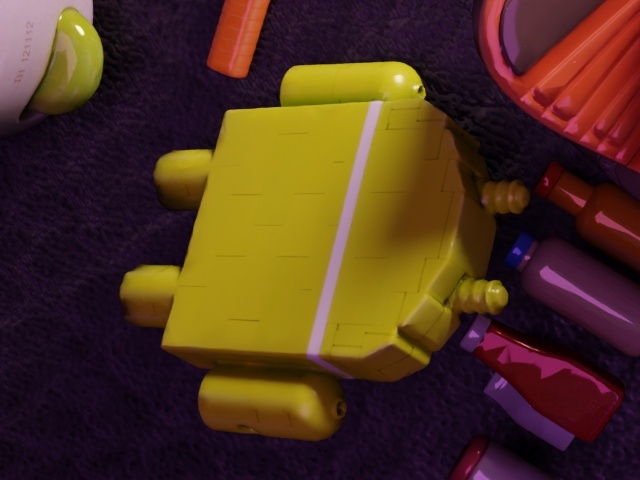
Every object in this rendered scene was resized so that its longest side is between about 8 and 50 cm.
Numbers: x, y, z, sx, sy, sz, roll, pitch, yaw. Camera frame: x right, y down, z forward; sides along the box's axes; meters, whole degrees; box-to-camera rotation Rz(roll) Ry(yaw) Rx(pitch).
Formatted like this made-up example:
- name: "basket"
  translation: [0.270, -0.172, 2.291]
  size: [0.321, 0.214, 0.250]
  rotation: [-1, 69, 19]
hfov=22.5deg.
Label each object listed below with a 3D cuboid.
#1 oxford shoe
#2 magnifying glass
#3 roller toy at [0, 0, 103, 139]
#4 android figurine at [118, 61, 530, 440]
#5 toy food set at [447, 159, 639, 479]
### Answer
- name: "oxford shoe"
  translation: [0.243, -0.048, 0.919]
  size: [0.364, 0.133, 0.130]
  rotation: [39, 96, -7]
- name: "magnifying glass"
  translation: [-0.028, -0.217, 1.043]
  size: [0.092, 0.026, 0.231]
  rotation: [24, 107, 16]
- name: "roller toy"
  translation: [-0.268, -0.154, 1.088]
  size: [0.209, 0.146, 0.191]
  rotation: [-17, 94, 26]
- name: "android figurine"
  translation: [0.000, 0.000, 0.988]
  size: [0.273, 0.056, 0.248]
  rotation: [-1, 67, 35]
- name: "toy food set"
  translation: [0.125, 0.074, 0.979]
  size: [0.104, 0.111, 0.232]
  rotation: [32, 109, 3]
